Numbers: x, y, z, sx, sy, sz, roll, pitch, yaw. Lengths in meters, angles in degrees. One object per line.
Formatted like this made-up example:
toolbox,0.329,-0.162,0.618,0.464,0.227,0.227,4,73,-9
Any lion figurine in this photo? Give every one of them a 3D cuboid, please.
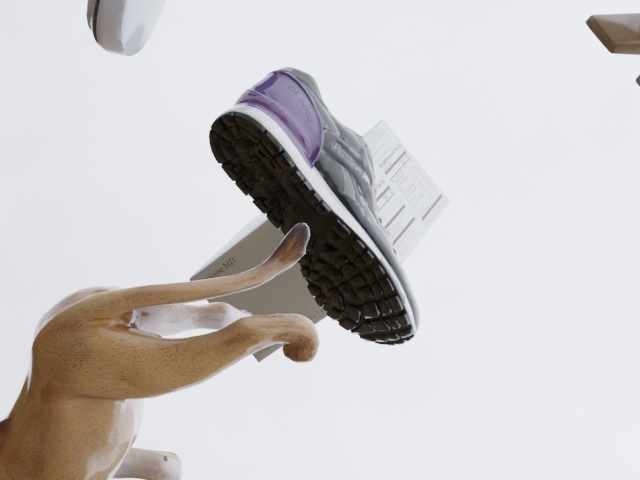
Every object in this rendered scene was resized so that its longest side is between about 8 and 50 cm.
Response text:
lion figurine,-0.174,0.132,1.014,0.392,0.240,0.142,-65,-148,26

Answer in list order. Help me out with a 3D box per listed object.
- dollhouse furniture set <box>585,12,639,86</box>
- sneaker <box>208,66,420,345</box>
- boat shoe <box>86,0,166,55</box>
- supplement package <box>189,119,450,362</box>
dollhouse furniture set,0.217,-0.239,0.816,0.259,0.135,0.262,-114,-150,-49
sneaker,0.026,-0.036,1.288,0.107,0.124,0.283,-15,-64,47
boat shoe,-0.162,-0.273,1.108,0.096,0.088,0.267,74,24,-72
supplement package,0.000,0.000,1.762,0.262,0.204,0.145,-37,-84,33
